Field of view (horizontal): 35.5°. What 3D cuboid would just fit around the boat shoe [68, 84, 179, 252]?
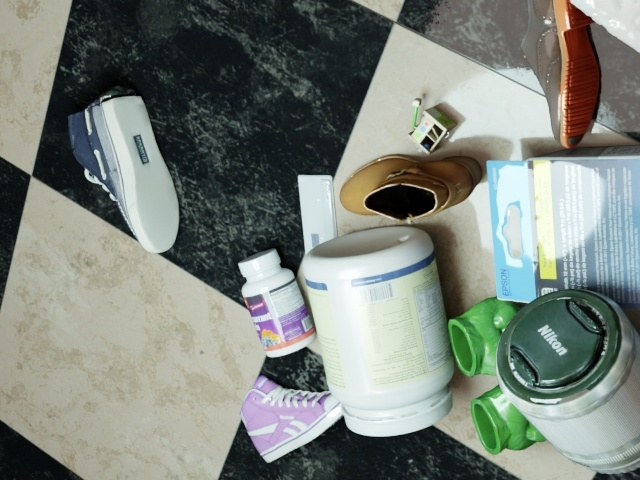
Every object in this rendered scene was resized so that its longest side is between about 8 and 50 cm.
[{"bbox_3d":[-0.404,-0.132,2.037,0.158,0.127,0.341,-12,92,37],"label":"boat shoe"}]

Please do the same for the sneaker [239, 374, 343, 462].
[{"bbox_3d":[-0.059,0.328,2.006,0.282,0.102,0.161,-35,85,32],"label":"sneaker"}]

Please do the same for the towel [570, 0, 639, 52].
[{"bbox_3d":[0.584,-0.378,1.431,0.331,0.053,0.317,36,119,2],"label":"towel"}]

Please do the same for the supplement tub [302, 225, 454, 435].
[{"bbox_3d":[0.109,0.157,1.778,0.235,0.235,0.325,-5,104,29],"label":"supplement tub"}]

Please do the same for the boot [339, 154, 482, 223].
[{"bbox_3d":[0.121,-0.073,1.705,0.283,0.220,0.109,-2,105,29],"label":"boot"}]

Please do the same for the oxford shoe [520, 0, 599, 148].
[{"bbox_3d":[0.376,-0.283,1.590,0.098,0.096,0.272,6,103,45],"label":"oxford shoe"}]

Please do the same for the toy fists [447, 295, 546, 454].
[{"bbox_3d":[0.328,0.232,1.739,0.096,0.142,0.279,0,110,67],"label":"toy fists"}]

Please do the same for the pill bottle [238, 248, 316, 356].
[{"bbox_3d":[-0.089,0.119,1.947,0.108,0.108,0.194,-17,97,31],"label":"pill bottle"}]

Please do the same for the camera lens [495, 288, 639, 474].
[{"bbox_3d":[0.421,0.223,1.582,0.219,0.219,0.274,-15,138,31],"label":"camera lens"}]

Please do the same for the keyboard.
[{"bbox_3d":[0.000,0.000,1.919,0.072,0.014,0.256,5,108,32],"label":"keyboard"}]

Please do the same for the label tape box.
[{"bbox_3d":[0.457,-0.023,1.610,0.347,0.115,0.249,2,107,30],"label":"label tape box"}]

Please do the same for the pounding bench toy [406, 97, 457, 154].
[{"bbox_3d":[0.179,-0.198,1.732,0.083,0.052,0.065,42,121,10],"label":"pounding bench toy"}]
